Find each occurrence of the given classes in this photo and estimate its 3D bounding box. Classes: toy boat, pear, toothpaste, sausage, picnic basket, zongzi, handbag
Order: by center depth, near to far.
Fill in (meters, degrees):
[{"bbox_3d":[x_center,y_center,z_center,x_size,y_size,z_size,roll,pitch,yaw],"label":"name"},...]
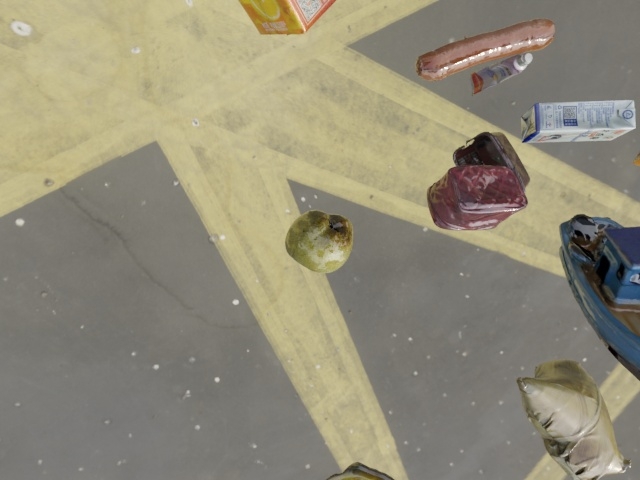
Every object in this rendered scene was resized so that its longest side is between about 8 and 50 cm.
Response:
[{"bbox_3d":[0.297,0.042,0.372,0.100,0.223,0.097,-2,125,7],"label":"toy boat"},{"bbox_3d":[0.348,0.221,0.610,0.099,0.194,0.197,-38,97,28],"label":"zongzi"},{"bbox_3d":[0.000,0.000,1.007,0.167,0.167,0.136,17,135,-25],"label":"pear"},{"bbox_3d":[0.394,-0.107,1.043,0.225,0.146,0.135,-4,160,-16],"label":"handbag"},{"bbox_3d":[0.481,-0.564,1.202,0.419,0.094,0.094,-18,152,0],"label":"sausage"},{"bbox_3d":[0.590,-0.561,1.359,0.048,0.301,0.075,-38,102,-7],"label":"toothpaste"},{"bbox_3d":[0.670,-0.273,1.570,0.129,0.222,0.296,-28,88,-32],"label":"picnic basket"}]

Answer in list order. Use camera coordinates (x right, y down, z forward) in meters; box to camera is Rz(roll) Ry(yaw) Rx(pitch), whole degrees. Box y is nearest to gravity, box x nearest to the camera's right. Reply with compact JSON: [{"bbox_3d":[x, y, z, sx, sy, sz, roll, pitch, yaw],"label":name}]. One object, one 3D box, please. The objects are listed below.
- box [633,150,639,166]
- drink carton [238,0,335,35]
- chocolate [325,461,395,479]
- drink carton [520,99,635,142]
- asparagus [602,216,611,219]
[{"bbox_3d":[0.762,-0.252,0.780,0.091,0.274,0.220,33,92,14],"label":"box"},{"bbox_3d":[-0.077,-0.323,0.404,0.071,0.096,0.223,-53,136,-11],"label":"drink carton"},{"bbox_3d":[0.033,0.459,0.511,0.162,0.162,0.445,-9,130,-14],"label":"chocolate"},{"bbox_3d":[0.868,-0.401,1.384,0.315,0.130,0.106,0,88,4],"label":"drink carton"},{"bbox_3d":[0.400,0.004,0.518,0.127,0.018,0.015,28,100,-18],"label":"asparagus"}]
